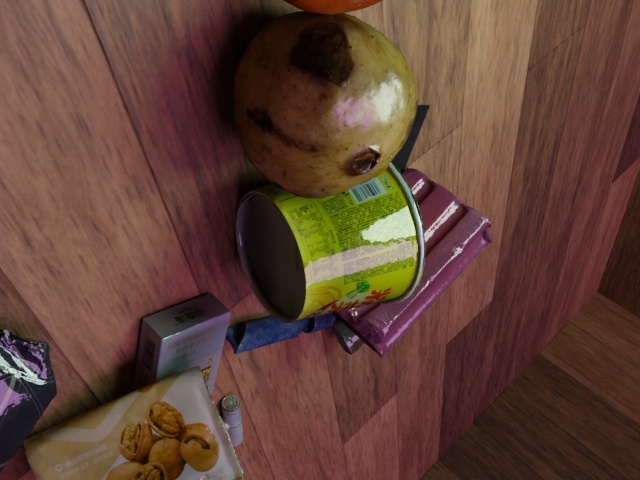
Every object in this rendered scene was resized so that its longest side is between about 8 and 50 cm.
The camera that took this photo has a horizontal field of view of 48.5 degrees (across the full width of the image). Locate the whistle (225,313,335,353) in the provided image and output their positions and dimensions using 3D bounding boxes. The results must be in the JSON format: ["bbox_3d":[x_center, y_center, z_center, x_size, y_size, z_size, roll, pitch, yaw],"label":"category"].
[{"bbox_3d":[-0.084,0.185,1.510,0.304,0.062,0.062,-7,127,-50],"label":"whistle"}]

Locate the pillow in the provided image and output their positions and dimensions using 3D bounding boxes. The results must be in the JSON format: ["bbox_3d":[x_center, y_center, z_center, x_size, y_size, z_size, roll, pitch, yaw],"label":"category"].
[{"bbox_3d":[-0.499,0.276,1.016,0.335,0.092,0.161,-53,145,-2],"label":"pillow"}]

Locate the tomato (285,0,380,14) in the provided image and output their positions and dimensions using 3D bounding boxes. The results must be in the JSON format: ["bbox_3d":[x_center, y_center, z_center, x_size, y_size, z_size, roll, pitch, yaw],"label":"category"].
[{"bbox_3d":[0.022,-0.427,0.917,0.259,0.180,0.260,-34,143,-31],"label":"tomato"}]

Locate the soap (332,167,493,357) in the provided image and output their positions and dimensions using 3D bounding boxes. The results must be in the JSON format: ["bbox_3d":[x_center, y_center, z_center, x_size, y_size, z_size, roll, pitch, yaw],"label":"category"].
[{"bbox_3d":[0.163,0.042,1.524,0.359,0.233,0.128,-45,151,-10],"label":"soap"}]

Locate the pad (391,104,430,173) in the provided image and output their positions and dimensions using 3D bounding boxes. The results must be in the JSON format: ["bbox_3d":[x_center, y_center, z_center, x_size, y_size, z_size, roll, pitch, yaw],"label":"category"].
[{"bbox_3d":[0.167,-0.200,1.510,0.116,0.004,0.193,-11,130,-48],"label":"pad"}]

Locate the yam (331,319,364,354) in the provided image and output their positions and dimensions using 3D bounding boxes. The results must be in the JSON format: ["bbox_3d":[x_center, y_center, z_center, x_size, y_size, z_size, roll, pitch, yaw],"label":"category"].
[{"bbox_3d":[0.145,0.165,1.732,0.259,0.093,0.093,-38,147,-7],"label":"yam"}]

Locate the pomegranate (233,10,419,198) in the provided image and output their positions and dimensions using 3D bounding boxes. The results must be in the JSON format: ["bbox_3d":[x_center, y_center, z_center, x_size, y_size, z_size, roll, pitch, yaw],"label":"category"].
[{"bbox_3d":[0.007,-0.204,1.051,0.281,0.281,0.281,-34,144,-29],"label":"pomegranate"}]

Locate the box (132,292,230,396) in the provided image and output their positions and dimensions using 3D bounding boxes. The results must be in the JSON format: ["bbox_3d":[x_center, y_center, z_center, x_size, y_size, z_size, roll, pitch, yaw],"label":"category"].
[{"bbox_3d":[-0.260,0.227,1.308,0.155,0.067,0.243,-19,136,-41],"label":"box"}]

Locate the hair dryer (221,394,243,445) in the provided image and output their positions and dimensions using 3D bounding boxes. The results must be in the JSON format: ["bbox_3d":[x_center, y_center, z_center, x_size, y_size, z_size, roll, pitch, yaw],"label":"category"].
[{"bbox_3d":[-0.253,0.436,1.566,0.183,0.044,0.155,-29,141,-26],"label":"hair dryer"}]

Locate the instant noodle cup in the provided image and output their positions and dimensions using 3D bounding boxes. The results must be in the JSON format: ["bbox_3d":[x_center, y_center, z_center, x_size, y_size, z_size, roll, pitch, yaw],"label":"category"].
[{"bbox_3d":[0.000,0.000,1.243,0.221,0.311,0.311,-17,135,-30],"label":"instant noodle cup"}]

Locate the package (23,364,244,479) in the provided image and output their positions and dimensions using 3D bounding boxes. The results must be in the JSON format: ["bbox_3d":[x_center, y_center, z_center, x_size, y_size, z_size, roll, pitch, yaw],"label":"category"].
[{"bbox_3d":[-0.316,0.376,1.240,0.311,0.221,0.165,-24,176,-14],"label":"package"}]
